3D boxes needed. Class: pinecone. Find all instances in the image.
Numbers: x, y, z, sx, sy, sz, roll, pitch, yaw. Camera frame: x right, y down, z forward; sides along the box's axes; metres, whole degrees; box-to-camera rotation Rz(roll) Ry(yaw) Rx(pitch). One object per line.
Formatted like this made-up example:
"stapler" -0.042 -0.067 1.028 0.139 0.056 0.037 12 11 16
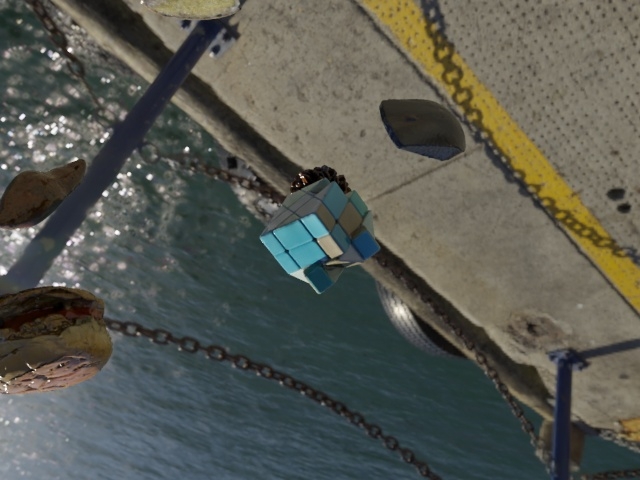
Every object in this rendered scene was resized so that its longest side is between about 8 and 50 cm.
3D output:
"pinecone" -0.006 -0.120 1.594 0.173 0.174 0.174 13 142 10

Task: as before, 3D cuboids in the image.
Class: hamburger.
"hamburger" -0.495 0.179 1.089 0.244 0.163 0.244 -13 166 -3

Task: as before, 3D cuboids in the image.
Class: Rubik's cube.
"Rubik's cube" 0.000 0.000 1.420 0.265 0.224 0.213 -20 117 38

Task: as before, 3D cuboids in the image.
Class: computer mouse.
"computer mouse" 0.288 -0.308 1.631 0.295 0.168 0.087 1 150 -39

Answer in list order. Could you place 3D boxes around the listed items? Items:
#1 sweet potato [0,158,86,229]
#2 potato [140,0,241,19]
"sweet potato" -0.626 -0.098 1.334 0.112 0.359 0.112 1 114 3
"potato" -0.356 -0.692 1.583 0.264 0.211 0.189 -22 172 -10
